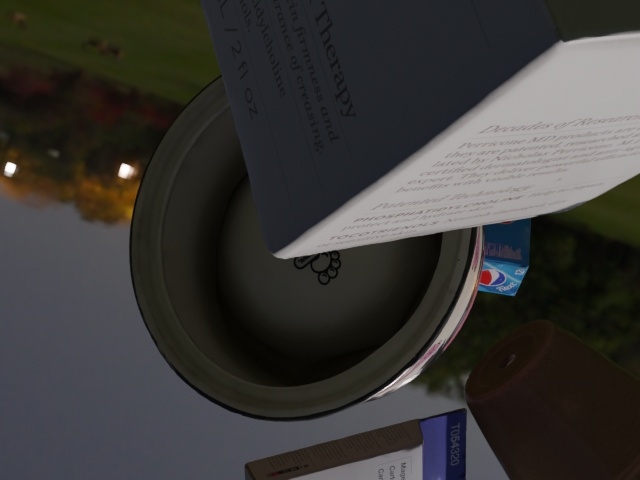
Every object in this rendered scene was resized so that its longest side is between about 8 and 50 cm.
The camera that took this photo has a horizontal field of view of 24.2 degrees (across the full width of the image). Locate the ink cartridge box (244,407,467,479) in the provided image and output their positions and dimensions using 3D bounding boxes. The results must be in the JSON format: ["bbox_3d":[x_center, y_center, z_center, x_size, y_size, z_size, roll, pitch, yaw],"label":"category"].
[{"bbox_3d":[0.066,0.415,2.068,0.330,0.324,0.071,-12,-151,-16],"label":"ink cartridge box"}]

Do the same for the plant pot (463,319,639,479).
[{"bbox_3d":[0.312,0.228,1.906,0.229,0.263,0.263,48,178,-13],"label":"plant pot"}]

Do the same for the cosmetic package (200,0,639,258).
[{"bbox_3d":[0.138,-0.216,1.135,0.327,0.329,0.393,-8,164,-32],"label":"cosmetic package"}]

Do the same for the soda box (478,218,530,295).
[{"bbox_3d":[0.205,-0.045,1.729,0.067,0.210,0.071,9,147,-2],"label":"soda box"}]

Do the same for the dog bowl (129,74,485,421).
[{"bbox_3d":[0.000,0.000,1.637,0.408,0.408,0.150,22,178,27],"label":"dog bowl"}]
